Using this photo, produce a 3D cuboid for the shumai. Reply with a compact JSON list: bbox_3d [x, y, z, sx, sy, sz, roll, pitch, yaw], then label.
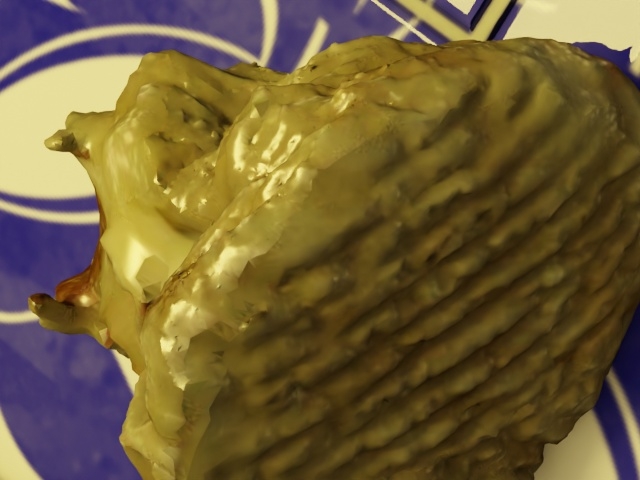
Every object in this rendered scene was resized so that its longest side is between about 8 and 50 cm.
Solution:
[{"bbox_3d":[0.000,0.000,0.874,0.314,0.267,0.262,-45,41,-3],"label":"shumai"}]
